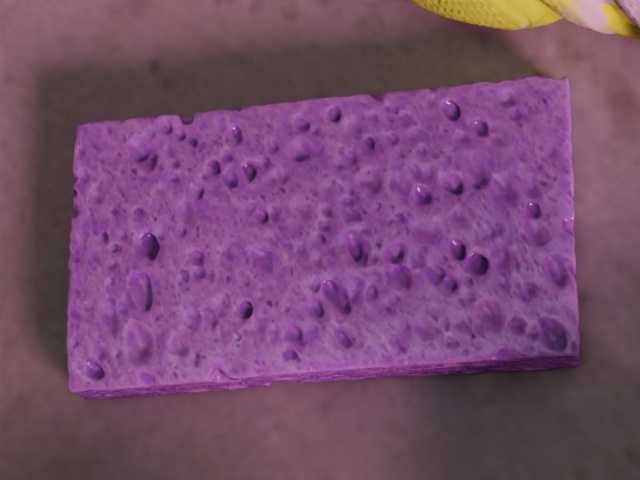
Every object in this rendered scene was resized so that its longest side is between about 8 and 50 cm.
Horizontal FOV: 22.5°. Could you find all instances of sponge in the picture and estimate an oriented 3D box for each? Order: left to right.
[{"bbox_3d":[0.000,0.000,0.656,0.210,0.031,0.117,-5,72,11],"label":"sponge"}]

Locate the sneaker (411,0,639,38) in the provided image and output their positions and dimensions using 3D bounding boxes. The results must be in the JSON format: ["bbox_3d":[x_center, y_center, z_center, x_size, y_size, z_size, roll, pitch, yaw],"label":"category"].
[{"bbox_3d":[0.135,-0.134,0.625,0.240,0.091,0.126,21,74,27],"label":"sneaker"}]
